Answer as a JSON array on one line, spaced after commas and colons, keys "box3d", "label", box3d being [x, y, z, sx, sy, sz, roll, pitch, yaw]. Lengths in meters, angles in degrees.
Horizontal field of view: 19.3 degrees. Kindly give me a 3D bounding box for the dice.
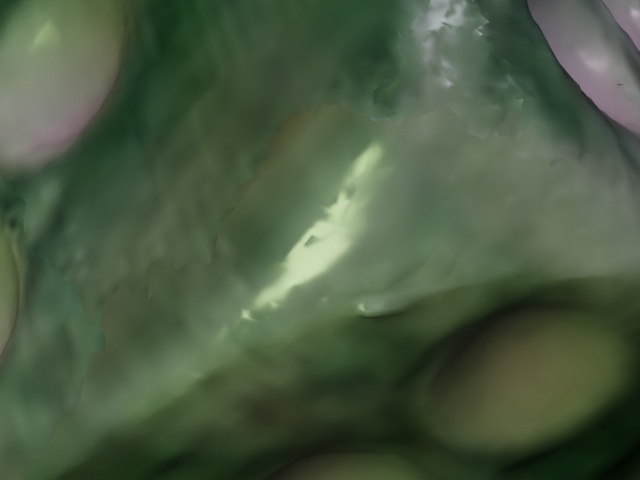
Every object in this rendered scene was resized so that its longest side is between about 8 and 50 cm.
[{"box3d": [0.000, 0.000, 0.785, 0.330, 0.328, 0.348, 29, 34, -46], "label": "dice"}]
